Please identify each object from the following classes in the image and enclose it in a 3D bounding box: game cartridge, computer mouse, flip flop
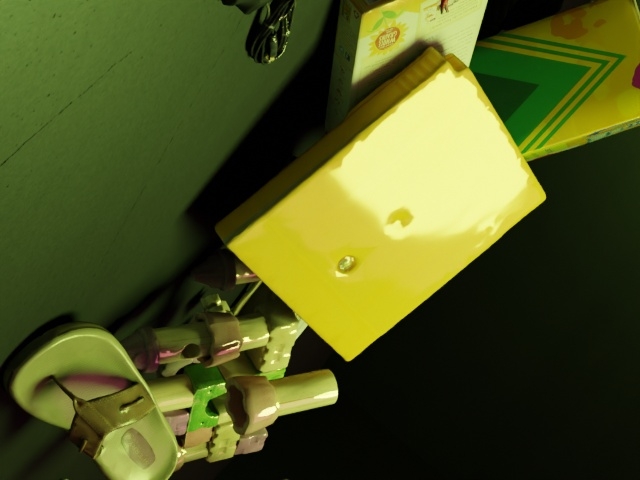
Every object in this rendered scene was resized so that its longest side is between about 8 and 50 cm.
[{"bbox_3d":[0.080,-0.035,1.234,0.323,0.053,0.285,-40,135,2],"label":"game cartridge"},{"bbox_3d":[-0.038,-0.190,0.865,0.071,0.041,0.242,-51,172,-6],"label":"computer mouse"},{"bbox_3d":[-0.213,0.182,1.079,0.112,0.080,0.277,-39,135,-14],"label":"flip flop"}]

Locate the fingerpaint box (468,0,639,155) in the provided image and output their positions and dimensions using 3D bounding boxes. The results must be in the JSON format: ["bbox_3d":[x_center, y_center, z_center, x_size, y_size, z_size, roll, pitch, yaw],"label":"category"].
[{"bbox_3d":[0.267,-0.191,1.511,0.371,0.163,0.445,-17,180,15],"label":"fingerpaint box"}]

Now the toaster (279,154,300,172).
[{"bbox_3d":[0.000,0.000,1.402,0.110,0.185,0.168,-53,173,-18],"label":"toaster"}]

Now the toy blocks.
[{"bbox_3d":[-0.178,0.184,1.318,0.260,0.309,0.289,-8,136,-27],"label":"toy blocks"}]

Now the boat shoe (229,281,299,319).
[{"bbox_3d":[-0.121,0.162,1.733,0.341,0.121,0.110,-62,167,3],"label":"boat shoe"}]

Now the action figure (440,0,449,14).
[{"bbox_3d":[0.117,-0.295,1.019,0.280,0.091,0.139,-28,140,-68],"label":"action figure"}]

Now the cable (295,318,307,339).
[{"bbox_3d":[-0.082,0.145,1.918,0.257,0.089,0.257,-40,166,-54],"label":"cable"}]

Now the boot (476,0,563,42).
[{"bbox_3d":[0.314,-0.412,1.438,0.348,0.131,0.260,-43,170,34],"label":"boot"}]

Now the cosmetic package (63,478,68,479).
[{"bbox_3d":[-0.412,0.487,1.473,0.225,0.138,0.224,-56,171,23],"label":"cosmetic package"}]

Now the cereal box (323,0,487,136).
[{"bbox_3d":[0.092,-0.203,1.178,0.173,0.047,0.240,-25,153,-22],"label":"cereal box"}]
